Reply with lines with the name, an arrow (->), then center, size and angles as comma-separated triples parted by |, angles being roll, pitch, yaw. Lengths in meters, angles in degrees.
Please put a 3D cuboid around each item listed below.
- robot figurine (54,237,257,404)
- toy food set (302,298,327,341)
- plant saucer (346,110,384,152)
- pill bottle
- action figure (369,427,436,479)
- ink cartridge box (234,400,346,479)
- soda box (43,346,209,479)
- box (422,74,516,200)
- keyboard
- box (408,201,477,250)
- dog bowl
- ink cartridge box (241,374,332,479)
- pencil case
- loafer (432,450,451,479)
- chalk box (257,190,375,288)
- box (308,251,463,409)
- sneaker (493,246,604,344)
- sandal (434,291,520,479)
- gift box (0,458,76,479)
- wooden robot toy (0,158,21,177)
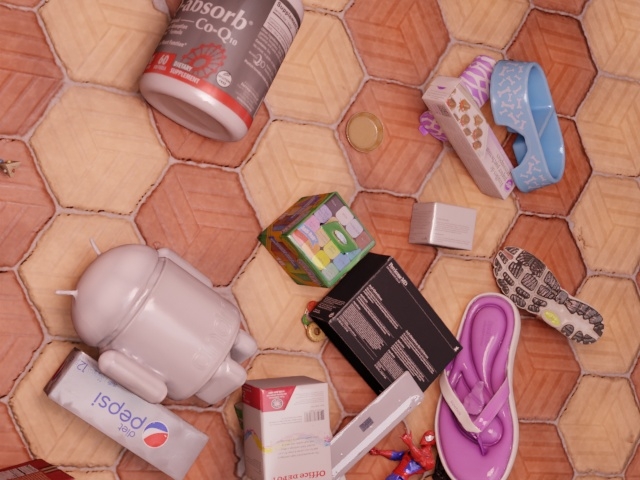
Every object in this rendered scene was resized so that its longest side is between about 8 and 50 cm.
robot figurine -> -0.282, 0.140, 1.513 | 0.353, 0.200, 0.300 | 37, 36, -18
toy food set -> 0.003, 0.155, 1.723 | 0.083, 0.020, 0.082 | -18, 96, -21
plant saucer -> 0.089, -0.219, 1.763 | 0.083, 0.015, 0.083 | 0, 89, -21
pill bottle -> -0.156, -0.378, 1.563 | 0.210, 0.210, 0.363 | 29, 79, -19
action figure -> 0.124, 0.469, 1.730 | 0.280, 0.091, 0.139 | -46, 114, -16
ink cartridge box -> -0.058, 0.389, 1.661 | 0.153, 0.087, 0.208 | -18, 95, -21
soda box -> -0.344, 0.309, 1.545 | 0.286, 0.091, 0.098 | 38, 75, -18
box -> 0.307, -0.202, 1.752 | 0.063, 0.067, 0.324 | -54, 133, -12
keyboard -> 0.092, 0.357, 1.661 | 0.256, 0.014, 0.072 | -40, 105, -15
box -> 0.249, -0.029, 1.780 | 0.101, 0.102, 0.087 | 9, 88, -21
dog bowl -> 0.437, -0.239, 1.807 | 0.166, 0.074, 0.297 | -54, 129, -43
ink cartridge box -> -0.062, 0.338, 1.544 | 0.128, 0.127, 0.176 | -1, 88, -22
pencil case -> 0.295, -0.298, 1.807 | 0.206, 0.088, 0.086 | -46, 120, -17
loafer -> 0.269, 0.532, 1.785 | 0.095, 0.109, 0.302 | -6, 93, -15
chalk box -> 0.000, 0.000, 1.620 | 0.132, 0.213, 0.132 | -42, 104, -17
box -> 0.132, 0.180, 1.720 | 0.184, 0.103, 0.261 | -44, 111, -14
sneaker -> 0.480, 0.126, 1.875 | 0.279, 0.118, 0.107 | 43, 92, 6
sandal -> 0.308, 0.290, 1.743 | 0.102, 0.169, 0.416 | 50, 43, -54
gift box -> -0.528, 0.519, 1.389 | 0.276, 0.255, 0.258 | -10, 92, -27
wooden robot toy -> -0.589, -0.088, 1.464 | 0.173, 0.076, 0.079 | -12, 107, -23
